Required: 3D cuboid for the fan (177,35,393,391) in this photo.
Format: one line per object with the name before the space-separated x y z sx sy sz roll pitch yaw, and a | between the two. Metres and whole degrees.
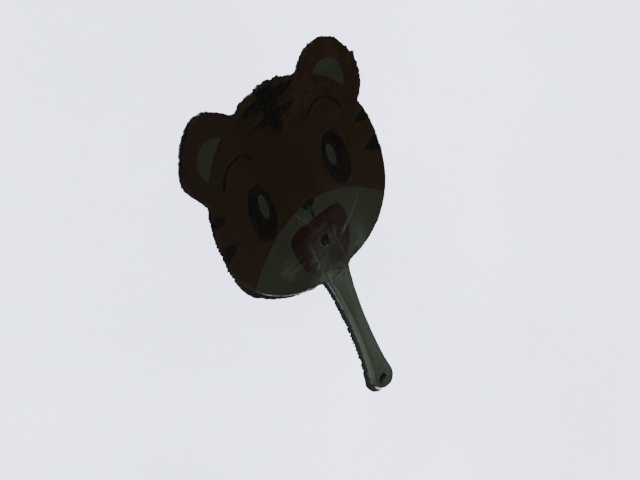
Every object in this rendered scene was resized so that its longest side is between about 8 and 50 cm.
fan | 0.000 0.000 1.008 0.152 0.008 0.227 -39 -60 -33
